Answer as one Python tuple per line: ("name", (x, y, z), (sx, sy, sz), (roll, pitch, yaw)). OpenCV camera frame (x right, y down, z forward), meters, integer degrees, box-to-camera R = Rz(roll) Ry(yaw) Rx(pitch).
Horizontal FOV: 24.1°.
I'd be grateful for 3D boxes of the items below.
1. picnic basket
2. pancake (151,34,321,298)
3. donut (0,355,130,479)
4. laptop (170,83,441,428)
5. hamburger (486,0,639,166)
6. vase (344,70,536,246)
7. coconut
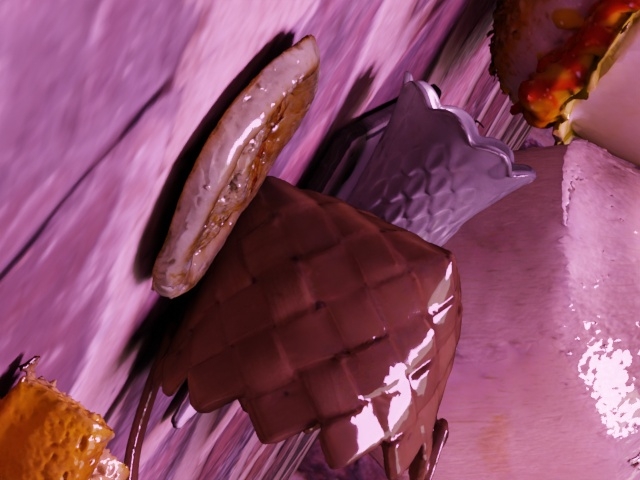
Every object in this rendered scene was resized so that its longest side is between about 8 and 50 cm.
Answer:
("picnic basket", (-0.012, 0.073, 0.620), (0.138, 0.128, 0.178), (39, 74, -82))
("pancake", (-0.029, -0.026, 0.518), (0.108, 0.017, 0.108), (-59, 177, -5))
("donut", (-0.082, 0.066, 0.471), (0.067, 0.038, 0.083), (-43, 167, -53))
("laptop", (0.000, 0.000, 0.876), (0.187, 0.015, 0.269), (-58, 174, 17))
("hamburger", (0.223, -0.182, 0.949), (0.276, 0.179, 0.294), (-57, 178, 28))
("vase", (0.027, 0.000, 0.722), (0.148, 0.081, 0.081), (-51, 175, 10))
("coconut", (0.099, 0.051, 0.867), (0.234, 0.224, 0.224), (-16, -163, 29))
